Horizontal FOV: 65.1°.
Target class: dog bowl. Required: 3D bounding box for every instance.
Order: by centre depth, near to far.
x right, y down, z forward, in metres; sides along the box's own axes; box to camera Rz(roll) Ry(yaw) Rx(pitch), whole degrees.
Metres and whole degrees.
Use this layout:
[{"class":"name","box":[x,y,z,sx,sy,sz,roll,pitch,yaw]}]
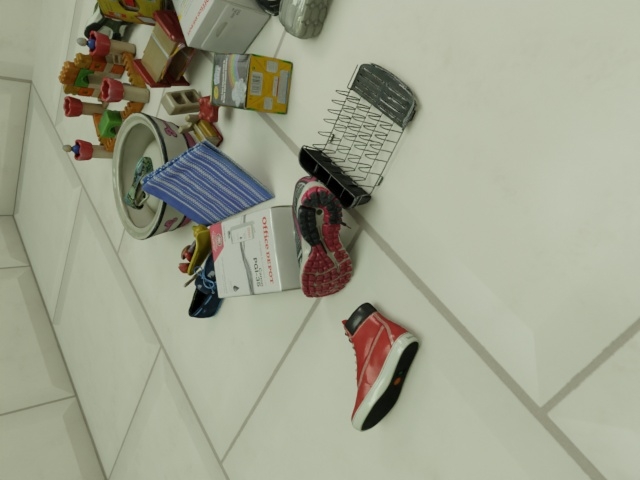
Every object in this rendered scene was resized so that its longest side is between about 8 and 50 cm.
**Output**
[{"class":"dog bowl","box":[-0.537,-0.209,1.652,0.407,0.150,0.409,6,99,47]}]

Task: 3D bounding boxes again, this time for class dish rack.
[{"class":"dish rack","box":[0.076,-0.226,1.051,0.208,0.074,0.272,47,125,33]}]

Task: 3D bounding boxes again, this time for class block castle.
[{"class":"block castle","box":[-0.856,-0.540,1.916,0.453,0.212,0.303,-37,67,43]}]

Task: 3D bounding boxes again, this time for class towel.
[{"class":"towel","box":[-0.318,-0.137,1.370,0.335,0.243,0.040,-18,46,43]}]

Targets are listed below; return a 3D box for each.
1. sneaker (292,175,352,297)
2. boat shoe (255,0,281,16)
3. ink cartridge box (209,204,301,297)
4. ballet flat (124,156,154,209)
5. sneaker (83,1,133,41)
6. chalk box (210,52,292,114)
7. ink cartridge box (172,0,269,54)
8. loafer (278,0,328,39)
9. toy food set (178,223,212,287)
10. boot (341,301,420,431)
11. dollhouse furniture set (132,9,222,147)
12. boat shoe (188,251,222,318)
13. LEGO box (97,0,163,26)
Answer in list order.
[{"class":"sneaker","box":[0.000,0.000,1.106,0.112,0.120,0.299,-119,23,-54]},{"class":"boat shoe","box":[-0.170,-0.660,1.251,0.233,0.084,0.079,54,172,14]},{"class":"ink cartridge box","box":[-0.154,0.033,1.286,0.282,0.117,0.208,-12,84,47]},{"class":"ballet flat","box":[-0.530,-0.166,1.505,0.070,0.070,0.188,58,132,26]},{"class":"sneaker","box":[-0.740,-0.880,1.831,0.410,0.158,0.182,-17,63,41]},{"class":"chalk box","box":[-0.193,-0.402,1.283,0.213,0.132,0.133,23,111,44]},{"class":"ink cartridge box","box":[-0.272,-0.637,1.316,0.171,0.168,0.233,-36,67,44]},{"class":"loafer","box":[-0.017,-0.609,1.090,0.111,0.112,0.320,41,122,27]},{"class":"toy food set","box":[-0.388,0.032,1.518,0.071,0.128,0.218,29,118,2]},{"class":"boot","box":[0.092,0.265,1.071,0.176,0.088,0.245,34,109,40]},{"class":"dollhouse furniture set","box":[-0.374,-0.468,1.488,0.201,0.152,0.374,-41,81,40]},{"class":"boat shoe","box":[-0.333,0.138,1.506,0.109,0.089,0.259,36,118,39]},{"class":"LEGO box","box":[-0.532,-0.860,1.419,0.500,0.193,0.373,-147,62,-69]}]
